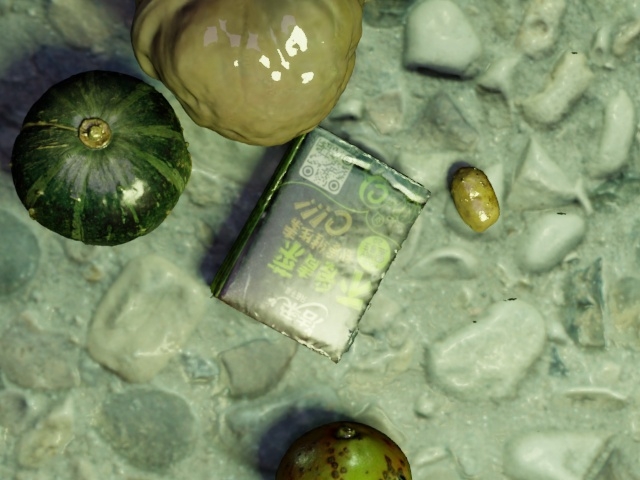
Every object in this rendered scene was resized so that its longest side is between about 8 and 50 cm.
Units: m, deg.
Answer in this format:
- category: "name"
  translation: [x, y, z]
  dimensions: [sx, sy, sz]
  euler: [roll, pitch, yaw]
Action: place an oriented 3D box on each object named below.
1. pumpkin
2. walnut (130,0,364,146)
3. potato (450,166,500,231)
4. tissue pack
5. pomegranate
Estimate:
- category: "pumpkin"
  translation: [-0.230, -0.088, 0.812]
  dimensions: [0.190, 0.146, 0.190]
  euler: [0, 91, -7]
- category: "walnut"
  translation: [-0.073, -0.221, 0.790]
  dimensions: [0.249, 0.248, 0.248]
  euler: [0, 93, -9]
- category: "potato"
  translation: [0.189, -0.051, 0.932]
  dimensions: [0.051, 0.040, 0.083]
  euler: [-20, 94, 5]
- category: "tissue pack"
  translation: [0.000, 0.000, 0.889]
  dimensions: [0.173, 0.073, 0.235]
  euler: [29, 89, -9]
- category: "pomegranate"
  translation: [0.024, 0.302, 0.874]
  dimensions: [0.159, 0.159, 0.205]
  euler: [1, 118, -9]
